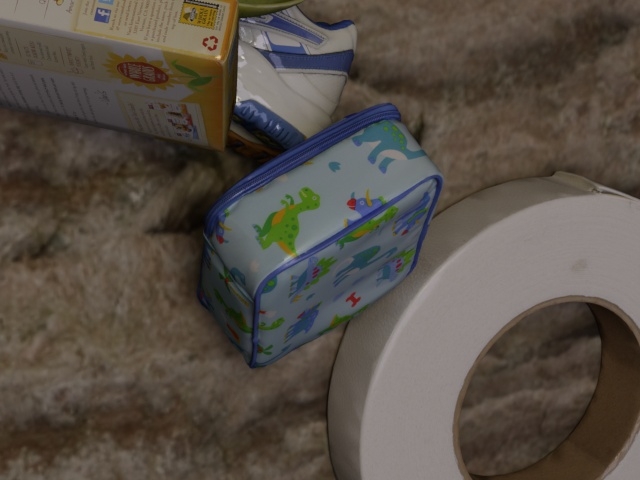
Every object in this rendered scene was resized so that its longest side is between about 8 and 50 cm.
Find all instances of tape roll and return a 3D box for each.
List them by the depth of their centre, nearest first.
[{"bbox_3d":[0.191,0.134,1.253,0.392,0.072,0.392,-8,110,-24],"label":"tape roll"}]

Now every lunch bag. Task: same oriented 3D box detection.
[{"bbox_3d":[0.000,0.000,1.040,0.176,0.090,0.219,-31,163,-15],"label":"lunch bag"}]

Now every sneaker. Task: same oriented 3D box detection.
[{"bbox_3d":[-0.099,-0.176,0.998,0.296,0.112,0.131,36,73,-34],"label":"sneaker"}]

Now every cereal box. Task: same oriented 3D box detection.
[{"bbox_3d":[-0.172,-0.121,0.875,0.240,0.173,0.047,12,76,-2],"label":"cereal box"}]

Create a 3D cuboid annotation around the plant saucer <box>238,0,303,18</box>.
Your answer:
[{"bbox_3d":[-0.106,-0.218,0.912,0.241,0.241,0.037,13,131,-29],"label":"plant saucer"}]
